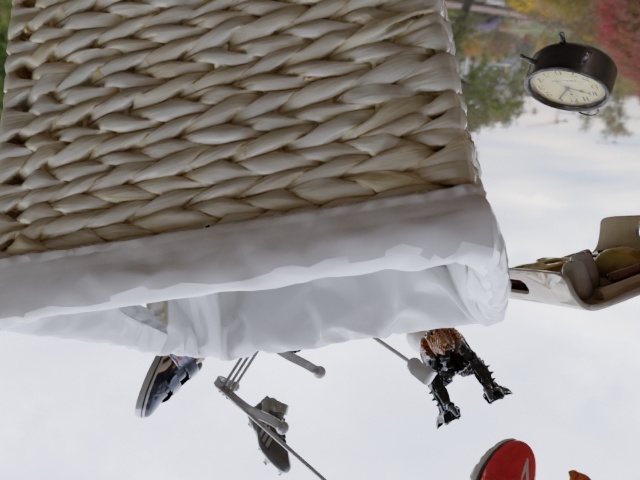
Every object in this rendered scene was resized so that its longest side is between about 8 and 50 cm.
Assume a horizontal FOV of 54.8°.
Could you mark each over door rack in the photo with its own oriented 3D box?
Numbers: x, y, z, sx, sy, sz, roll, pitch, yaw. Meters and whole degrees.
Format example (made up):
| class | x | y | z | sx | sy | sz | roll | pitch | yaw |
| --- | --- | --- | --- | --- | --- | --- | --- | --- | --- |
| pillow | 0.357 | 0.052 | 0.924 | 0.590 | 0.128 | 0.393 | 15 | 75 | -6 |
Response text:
| class | x | y | z | sx | sy | sz | roll | pitch | yaw |
| --- | --- | --- | --- | --- | --- | --- | --- | --- | --- |
| over door rack | 0.003 | 0.220 | 0.949 | 0.324 | 0.239 | 0.108 | 33 | -179 | 40 |

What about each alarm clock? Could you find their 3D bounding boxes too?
| class | x | y | z | sx | sy | sz | roll | pitch | yaw |
| --- | --- | --- | --- | --- | --- | --- | --- | --- | --- |
| alarm clock | 0.401 | -0.249 | 0.977 | 0.129 | 0.064 | 0.192 | 12 | 165 | 41 |

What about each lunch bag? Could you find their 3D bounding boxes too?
| class | x | y | z | sx | sy | sz | roll | pitch | yaw |
| --- | --- | --- | --- | --- | --- | --- | --- | --- | --- |
| lunch bag | -0.302 | 0.243 | 1.401 | 0.083 | 0.053 | 0.071 | -36 | -156 | -13 |

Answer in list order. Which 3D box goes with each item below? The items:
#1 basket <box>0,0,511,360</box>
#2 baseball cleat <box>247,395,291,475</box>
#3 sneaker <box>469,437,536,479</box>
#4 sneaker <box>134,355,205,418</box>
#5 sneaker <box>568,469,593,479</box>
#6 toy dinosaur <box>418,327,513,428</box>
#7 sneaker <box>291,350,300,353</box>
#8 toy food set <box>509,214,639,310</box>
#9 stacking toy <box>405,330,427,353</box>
| class | x | y | z | sx | sy | sz | roll | pitch | yaw |
| --- | --- | --- | --- | --- | --- | --- | --- | --- | --- |
| basket | -0.034 | -0.052 | 0.515 | 0.332 | 0.266 | 0.328 | -10 | 163 | 15 |
| baseball cleat | -0.105 | 0.437 | 1.426 | 0.072 | 0.109 | 0.206 | 39 | -177 | -41 |
| sneaker | 0.273 | 0.419 | 0.910 | 0.279 | 0.107 | 0.118 | -53 | -172 | -34 |
| sneaker | -0.401 | 0.352 | 1.719 | 0.128 | 0.126 | 0.321 | 21 | -119 | -1 |
| sneaker | 0.502 | 0.554 | 1.269 | 0.067 | 0.175 | 0.064 | 29 | -176 | 43 |
| toy dinosaur | 0.261 | 0.256 | 1.283 | 0.164 | 0.218 | 0.322 | -34 | 156 | 23 |
| sneaker | -0.044 | 0.241 | 1.588 | 0.162 | 0.063 | 0.073 | -22 | -176 | -3 |
| toy food set | 0.376 | 0.013 | 0.865 | 0.306 | 0.092 | 0.220 | -14 | -174 | -22 |
| stacking toy | 0.286 | 0.148 | 2.000 | 0.351 | 0.479 | 0.350 | -22 | -172 | 3 |
